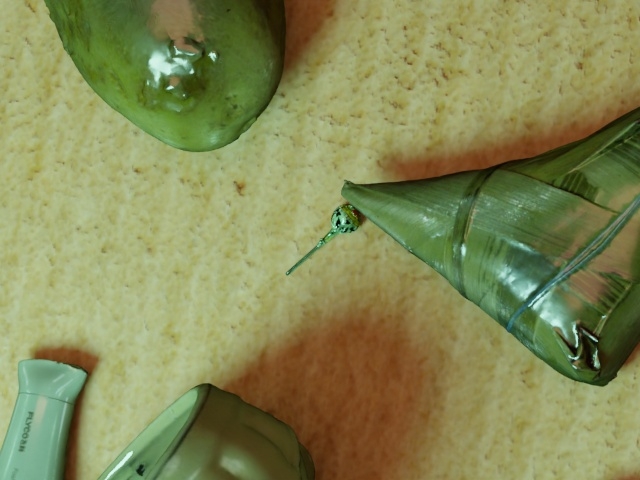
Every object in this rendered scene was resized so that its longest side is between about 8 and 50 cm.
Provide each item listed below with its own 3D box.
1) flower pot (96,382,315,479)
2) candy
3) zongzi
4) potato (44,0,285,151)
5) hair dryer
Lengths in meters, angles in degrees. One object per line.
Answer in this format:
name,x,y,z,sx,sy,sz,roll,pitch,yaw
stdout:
flower pot,-0.088,0.287,1.403,0.244,0.307,0.307,42,91,-7
candy,0.000,0.000,1.554,0.083,0.025,0.023,-40,35,10
zongzi,0.188,-0.054,1.480,0.274,0.125,0.251,38,90,18
potato,-0.134,-0.221,1.529,0.210,0.173,0.307,-22,76,4
hair dryer,-0.323,0.196,1.568,0.237,0.075,0.206,4,76,18
